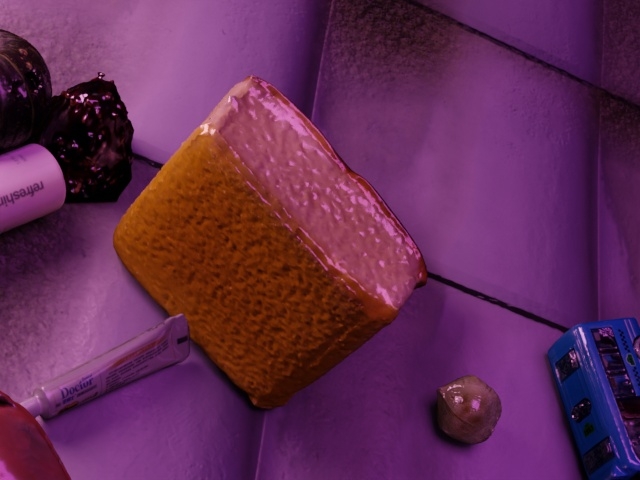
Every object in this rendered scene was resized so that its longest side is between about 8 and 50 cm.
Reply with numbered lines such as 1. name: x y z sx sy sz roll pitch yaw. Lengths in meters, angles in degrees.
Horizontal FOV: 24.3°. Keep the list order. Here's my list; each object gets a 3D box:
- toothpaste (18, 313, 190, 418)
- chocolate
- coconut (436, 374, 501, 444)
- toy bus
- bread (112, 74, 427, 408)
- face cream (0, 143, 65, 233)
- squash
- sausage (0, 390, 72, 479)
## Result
1. toothpaste: -0.256 0.159 1.761 0.255 0.067 0.037 -25 34 -36
2. chocolate: -0.291 -0.143 1.877 0.156 0.133 0.156 14 56 -21
3. coconut: 0.193 0.222 1.970 0.096 0.088 0.088 32 50 -17
4. toy bus: 0.414 0.237 2.072 0.134 0.113 0.246 0 60 -26
5. bread: -0.070 0.014 1.785 0.323 0.333 0.143 47 51 -1
6. face cream: -0.447 -0.027 1.737 0.311 0.092 0.092 -25 76 -39
7. squash: -0.422 -0.181 1.805 0.193 0.156 0.193 1 52 -2
8. sausage: -0.334 0.283 1.570 0.152 0.152 0.279 -24 76 -39
